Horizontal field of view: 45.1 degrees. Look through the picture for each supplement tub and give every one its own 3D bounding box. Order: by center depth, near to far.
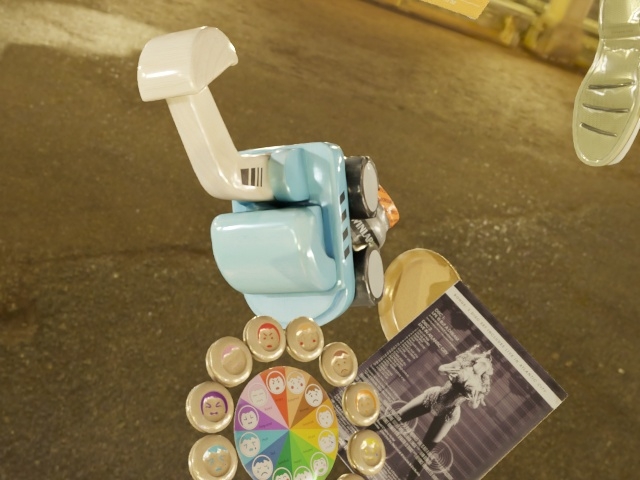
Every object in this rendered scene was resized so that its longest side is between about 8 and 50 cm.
[{"bbox_3d":[0.000,0.000,1.623,0.193,0.316,0.193,47,-9,10],"label":"supplement tub"}]

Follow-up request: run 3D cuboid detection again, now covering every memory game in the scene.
[{"bbox_3d":[-0.020,0.145,0.590,0.186,0.012,0.186,16,63,-34],"label":"memory game"}]

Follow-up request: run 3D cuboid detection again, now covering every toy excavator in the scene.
[{"bbox_3d":[-0.080,-0.065,1.122,0.222,0.433,0.445,-3,5,21],"label":"toy excavator"}]

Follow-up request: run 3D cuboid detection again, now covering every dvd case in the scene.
[{"bbox_3d":[0.120,0.170,0.798,0.164,0.221,0.018,48,-12,14],"label":"dvd case"}]

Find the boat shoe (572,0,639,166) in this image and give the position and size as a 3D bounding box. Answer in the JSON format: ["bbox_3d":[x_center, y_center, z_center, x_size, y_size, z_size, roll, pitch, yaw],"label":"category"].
[{"bbox_3d":[0.477,-0.261,1.190,0.103,0.302,0.113,-1,17,-41],"label":"boat shoe"}]

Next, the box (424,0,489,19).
[{"bbox_3d":[0.263,-0.599,1.352,0.215,0.345,0.168,6,45,-33],"label":"box"}]

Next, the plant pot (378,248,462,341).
[{"bbox_3d":[0.213,0.134,1.580,0.032,0.236,0.236,-1,31,-41],"label":"plant pot"}]
